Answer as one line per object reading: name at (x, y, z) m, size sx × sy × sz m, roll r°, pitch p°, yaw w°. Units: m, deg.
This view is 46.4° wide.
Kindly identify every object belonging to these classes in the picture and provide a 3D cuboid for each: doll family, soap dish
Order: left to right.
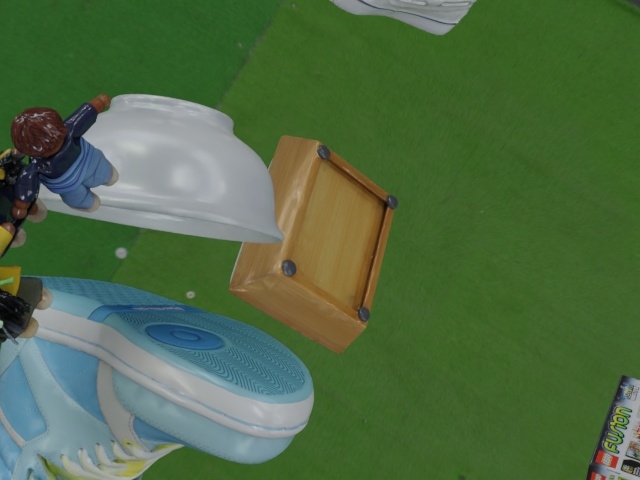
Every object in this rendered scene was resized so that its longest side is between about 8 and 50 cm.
doll family at (-0.177, -0.001, 0.409) m, size 0.075 × 0.111 × 0.193 m, roll 18°, pitch 78°, yaw 7°
soap dish at (0.000, 0.000, 1.179) m, size 0.228 × 0.118 × 0.291 m, roll 34°, pitch 56°, yaw -30°

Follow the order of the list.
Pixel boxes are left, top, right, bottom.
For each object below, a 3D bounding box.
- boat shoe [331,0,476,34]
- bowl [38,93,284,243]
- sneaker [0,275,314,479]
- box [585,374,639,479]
boat shoe at (0.100, -0.340, 0.961) m, size 0.084 × 0.258 × 0.095 m, roll -37°, pitch 63°, yaw 46°
bowl at (-0.180, -0.083, 0.857) m, size 0.297 × 0.298 × 0.134 m, roll 7°, pitch 86°, yaw 6°
sneaker at (-0.139, 0.150, 0.544) m, size 0.318 × 0.127 × 0.208 m, roll 12°, pitch 92°, yaw 45°
box at (0.416, 0.252, 0.942) m, size 0.114 × 0.207 × 0.036 m, roll 15°, pitch 119°, yaw 27°
